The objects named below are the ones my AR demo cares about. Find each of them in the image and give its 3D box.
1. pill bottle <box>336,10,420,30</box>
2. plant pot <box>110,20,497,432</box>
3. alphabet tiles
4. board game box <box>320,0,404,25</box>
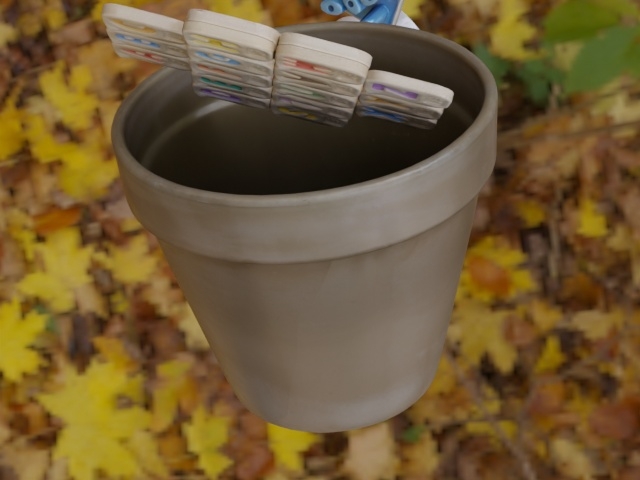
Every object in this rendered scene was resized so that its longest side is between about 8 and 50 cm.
[{"bbox_3d":[0.022,-0.202,2.347,0.264,0.146,0.146,-42,117,-9],"label":"pill bottle"},{"bbox_3d":[0.000,0.000,1.511,0.323,0.323,0.280,-41,135,-41],"label":"plant pot"},{"bbox_3d":[-0.037,-0.132,1.392,0.278,0.284,0.021,14,85,-1],"label":"alphabet tiles"},{"bbox_3d":[-0.050,-0.446,1.799,0.390,0.390,0.050,32,46,14],"label":"board game box"}]
